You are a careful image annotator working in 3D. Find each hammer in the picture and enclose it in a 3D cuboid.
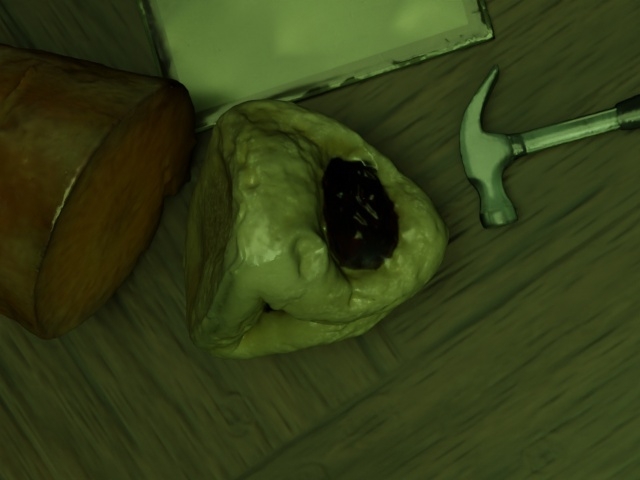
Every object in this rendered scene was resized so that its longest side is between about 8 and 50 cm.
[{"bbox_3d":[0.210,-0.090,1.264,0.246,0.029,0.103,-17,88,7],"label":"hammer"}]

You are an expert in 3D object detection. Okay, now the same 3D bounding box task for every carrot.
[{"bbox_3d":[-0.234,-0.068,1.264,0.254,0.196,0.196,25,94,13],"label":"carrot"}]

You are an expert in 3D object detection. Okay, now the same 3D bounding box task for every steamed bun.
[{"bbox_3d":[0.000,0.000,1.240,0.155,0.172,0.141,7,61,-14],"label":"steamed bun"}]

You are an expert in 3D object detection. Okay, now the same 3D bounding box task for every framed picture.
[{"bbox_3d":[-0.015,-0.183,1.308,0.231,0.010,0.173,-16,87,9],"label":"framed picture"}]
